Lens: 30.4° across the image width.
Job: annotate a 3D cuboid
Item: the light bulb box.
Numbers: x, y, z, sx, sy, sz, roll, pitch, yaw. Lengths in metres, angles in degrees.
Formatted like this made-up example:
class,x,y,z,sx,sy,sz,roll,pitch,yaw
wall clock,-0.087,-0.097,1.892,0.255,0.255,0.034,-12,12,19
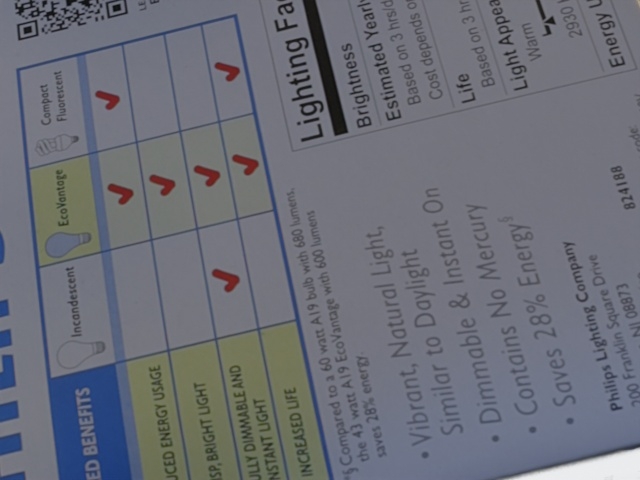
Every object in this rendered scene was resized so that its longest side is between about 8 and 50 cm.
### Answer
class,x,y,z,sx,sy,sz,roll,pitch,yaw
light bulb box,0.000,0.000,0.642,0.361,0.358,0.225,-14,154,3
